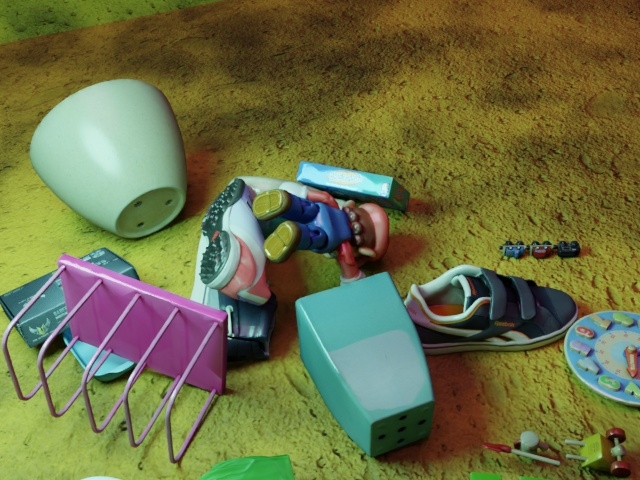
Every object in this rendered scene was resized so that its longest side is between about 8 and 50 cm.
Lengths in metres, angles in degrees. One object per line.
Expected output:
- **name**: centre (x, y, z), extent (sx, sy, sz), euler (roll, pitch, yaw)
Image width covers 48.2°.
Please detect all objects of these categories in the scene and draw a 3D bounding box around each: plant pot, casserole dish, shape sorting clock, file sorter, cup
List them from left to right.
- **casserole dish**: centre (-0.393, 0.192, 1.310), extent (0.114, 0.037, 0.188), euler (-29, 43, -27)
- **file sorter**: centre (-0.316, 0.193, 1.124), extent (0.290, 0.202, 0.182), euler (19, 45, 10)
- **cup**: centre (-0.422, -0.146, 1.561), extent (0.331, 0.331, 0.237), euler (-26, 67, -24)
- **plant pot**: centre (0.080, 0.207, 1.139), extent (0.165, 0.166, 0.234), euler (-16, 47, -13)
- **shape sorting clock**: centre (0.511, 0.189, 1.185), extent (0.206, 0.040, 0.206), euler (0, 42, 0)

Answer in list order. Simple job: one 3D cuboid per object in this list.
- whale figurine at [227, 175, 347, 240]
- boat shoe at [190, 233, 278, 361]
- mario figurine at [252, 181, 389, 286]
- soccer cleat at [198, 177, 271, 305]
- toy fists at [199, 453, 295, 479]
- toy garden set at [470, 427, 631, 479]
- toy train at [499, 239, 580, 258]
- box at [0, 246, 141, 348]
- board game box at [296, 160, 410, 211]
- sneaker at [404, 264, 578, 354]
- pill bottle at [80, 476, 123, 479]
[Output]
- **whale figurine**: centre (-0.070, -0.055, 1.522), extent (0.271, 0.141, 0.216), euler (9, 3, -15)
- **boat shoe**: centre (-0.156, 0.091, 1.355), extent (0.158, 0.127, 0.341), euler (2, 46, 0)
- **mario figurine**: centre (0.000, 0.000, 1.367), extent (0.170, 0.198, 0.320), euler (13, 2, 42)
- **soccer cleat**: centre (-0.148, -0.001, 1.315), extent (0.108, 0.116, 0.318), euler (-45, 26, 22)
- **toy fists**: centre (-0.095, 0.408, 0.953), extent (0.142, 0.096, 0.279), euler (-2, 36, -12)
- **toy garden set**: centre (0.334, 0.354, 1.004), extent (0.244, 0.049, 0.204), euler (2, 41, 11)
- **toy train**: centre (0.438, 0.020, 1.431), extent (0.158, 0.027, 0.036), euler (0, 49, 6)
- **box**: centre (-0.482, 0.102, 1.379), extent (0.232, 0.059, 0.183), euler (-29, 28, -25)
- **board game box**: centre (0.074, -0.116, 1.554), extent (0.210, 0.160, 0.047), euler (13, 86, 21)
- **sneaker**: centre (0.301, 0.116, 1.248), extent (0.320, 0.128, 0.126), euler (-8, 37, -6)
- **pill bottle**: centre (-0.298, 0.440, 0.901), extent (0.136, 0.136, 0.246), euler (0, 38, 8)
